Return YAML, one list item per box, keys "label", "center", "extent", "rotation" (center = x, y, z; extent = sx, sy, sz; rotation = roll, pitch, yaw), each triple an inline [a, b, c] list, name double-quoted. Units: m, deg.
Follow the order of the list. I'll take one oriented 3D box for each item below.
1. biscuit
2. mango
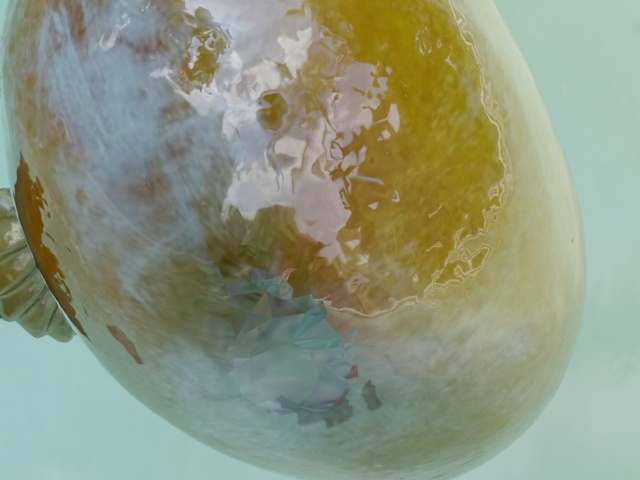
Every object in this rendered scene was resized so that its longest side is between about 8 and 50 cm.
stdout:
- label: "biscuit"
  center: [-0.131, 0.000, 0.994]
  extent: [0.273, 0.187, 0.036]
  rotation: [-27, 56, -36]
- label: "mango"
  center: [0.000, 0.000, 0.583]
  extent: [0.221, 0.384, 0.199]
  rotation: [-17, 52, 6]
